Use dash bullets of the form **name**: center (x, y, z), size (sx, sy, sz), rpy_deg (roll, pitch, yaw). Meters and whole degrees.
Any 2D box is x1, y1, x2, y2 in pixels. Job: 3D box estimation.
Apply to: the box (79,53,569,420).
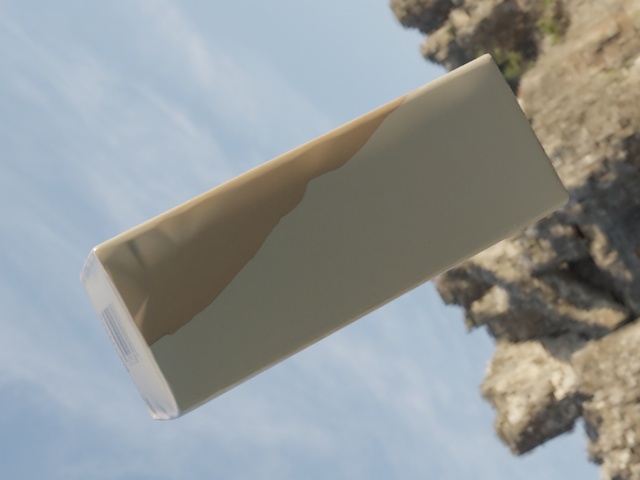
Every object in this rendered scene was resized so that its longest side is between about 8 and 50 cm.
- **box**: center (0.000, 0.000, 0.831), size (0.121, 0.311, 0.148), rpy_deg (62, 161, 2)
